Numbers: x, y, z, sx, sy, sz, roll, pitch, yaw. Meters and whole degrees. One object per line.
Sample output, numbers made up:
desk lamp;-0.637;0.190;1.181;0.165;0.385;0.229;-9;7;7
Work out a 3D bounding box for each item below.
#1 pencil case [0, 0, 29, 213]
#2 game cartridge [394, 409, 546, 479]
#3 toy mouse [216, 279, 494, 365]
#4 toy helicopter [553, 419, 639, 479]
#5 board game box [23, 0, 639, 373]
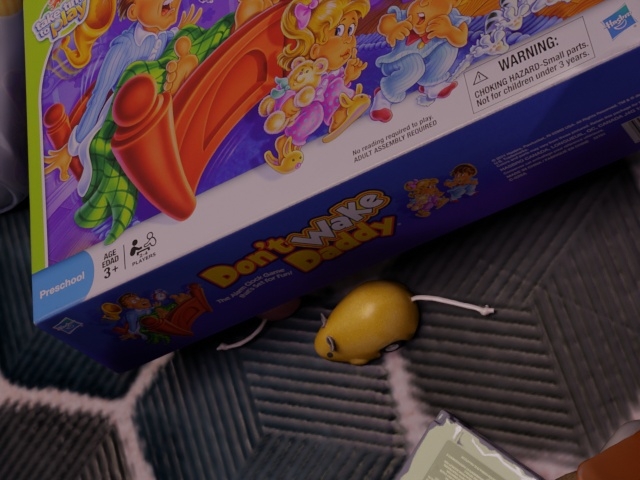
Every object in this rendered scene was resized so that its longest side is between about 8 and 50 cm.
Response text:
pencil case;-0.229;-0.150;0.943;0.124;0.113;0.273;151;125;-67
game cartridge;0.079;0.130;0.749;0.083;0.017;0.056;34;91;32
toy mouse;0.000;0.000;0.819;0.161;0.031;0.143;-24;66;22
toy helicopter;0.109;0.159;0.545;0.140;0.355;0.235;34;87;-3
board game box;0.002;-0.101;0.794;0.347;0.078;0.233;-24;54;21
